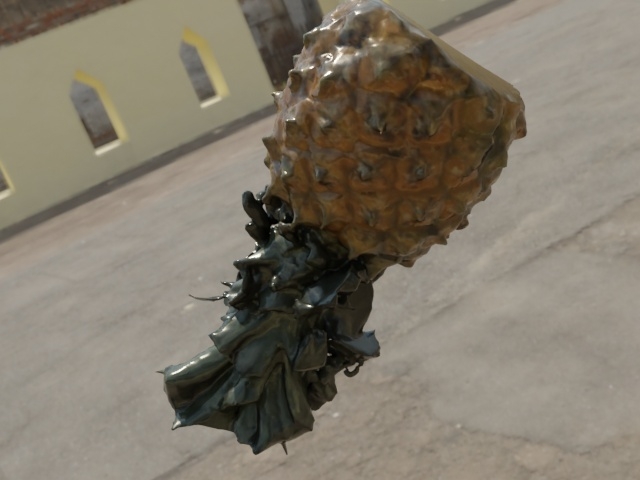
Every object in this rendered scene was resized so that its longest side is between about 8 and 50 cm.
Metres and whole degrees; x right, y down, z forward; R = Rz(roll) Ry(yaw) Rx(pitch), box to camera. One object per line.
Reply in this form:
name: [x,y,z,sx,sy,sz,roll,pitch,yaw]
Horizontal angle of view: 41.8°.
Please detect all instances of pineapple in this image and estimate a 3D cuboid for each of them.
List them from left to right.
pineapple: [0.000,0.000,0.450,0.248,0.128,0.128,-59,5,16]
